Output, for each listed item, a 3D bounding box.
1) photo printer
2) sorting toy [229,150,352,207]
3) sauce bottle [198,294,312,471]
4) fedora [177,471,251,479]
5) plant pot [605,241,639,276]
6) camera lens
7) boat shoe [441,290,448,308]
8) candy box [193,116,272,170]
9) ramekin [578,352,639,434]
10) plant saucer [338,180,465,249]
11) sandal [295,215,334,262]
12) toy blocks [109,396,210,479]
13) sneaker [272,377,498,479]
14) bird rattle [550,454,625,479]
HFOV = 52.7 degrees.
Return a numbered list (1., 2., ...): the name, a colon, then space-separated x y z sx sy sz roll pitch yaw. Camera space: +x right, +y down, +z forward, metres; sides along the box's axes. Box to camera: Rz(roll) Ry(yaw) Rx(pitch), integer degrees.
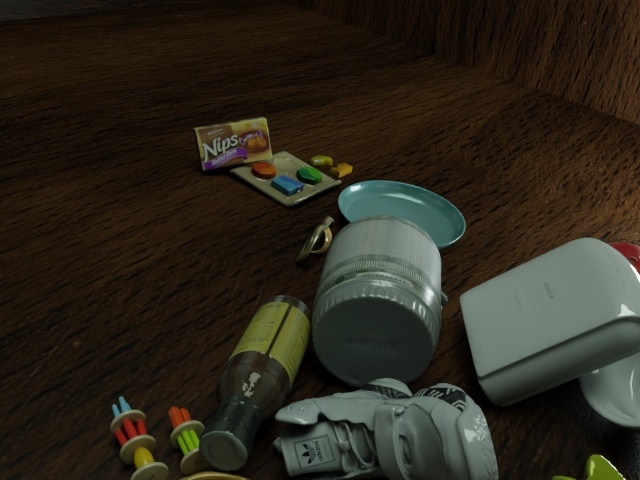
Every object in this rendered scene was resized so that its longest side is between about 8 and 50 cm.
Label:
1. photo printer: 0.412 0.131 1.142 0.307 0.107 0.256 -29 26 20
2. sorting toy: -0.061 -0.189 1.733 0.229 0.041 0.307 29 36 27
3. sauce bottle: -0.096 0.208 1.000 0.111 0.111 0.344 15 26 7
4. fedora: -0.141 0.350 0.813 0.194 0.079 0.194 8 31 -5
5. plant pot: 0.596 0.128 1.292 0.191 0.191 0.174 9 41 -2
6. camera lens: 0.104 0.099 1.152 0.219 0.219 0.274 12 32 3
7. boat shoe: 0.199 0.060 1.358 0.069 0.081 0.228 -37 44 -6
8. candy box: -0.228 -0.253 1.685 0.187 0.109 0.053 -12 17 -14
9. ramekin: 0.585 0.206 1.074 0.135 0.277 0.277 33 26 -20
10. plant saucer: 0.197 -0.057 1.599 0.318 0.043 0.317 7 32 -4
11. sandal: 0.000 0.000 1.439 0.049 0.072 0.180 38 31 3
12. toy blocks: -0.233 0.275 0.931 0.123 0.054 0.148 -10 37 -29
13. sneaker: 0.065 0.272 0.844 0.210 0.137 0.366 -12 -2 -17
14. bird rattle: 0.289 0.365 0.641 0.207 0.143 0.253 -18 41 0
